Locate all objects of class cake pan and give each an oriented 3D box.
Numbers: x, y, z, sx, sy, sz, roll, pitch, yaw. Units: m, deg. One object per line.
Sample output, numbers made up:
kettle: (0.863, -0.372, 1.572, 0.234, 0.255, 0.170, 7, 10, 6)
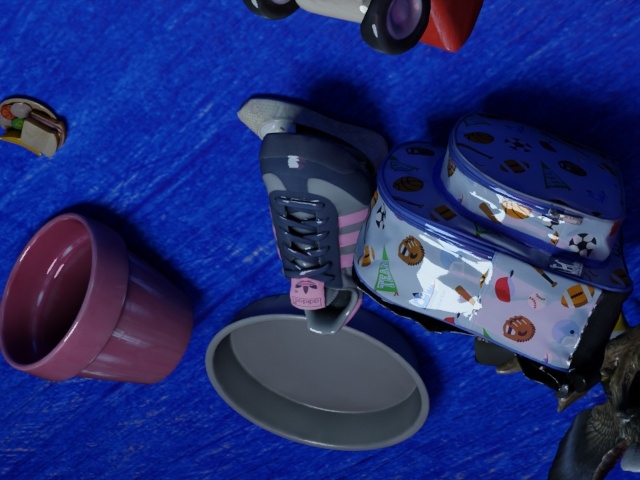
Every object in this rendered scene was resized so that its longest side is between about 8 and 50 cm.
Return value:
cake pan: (0.000, 0.168, 1.879, 0.293, 0.054, 0.293, 10, 141, 9)

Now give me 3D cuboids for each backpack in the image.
backpack: (0.170, -0.003, 1.449, 0.263, 0.276, 0.213, 12, 109, 3)

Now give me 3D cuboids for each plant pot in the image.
plant pot: (-0.262, 0.088, 1.786, 0.180, 0.201, 0.201, 26, 144, -37)

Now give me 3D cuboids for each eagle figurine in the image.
eagle figurine: (0.347, 0.182, 1.608, 0.226, 0.225, 0.298, 17, 154, 29)

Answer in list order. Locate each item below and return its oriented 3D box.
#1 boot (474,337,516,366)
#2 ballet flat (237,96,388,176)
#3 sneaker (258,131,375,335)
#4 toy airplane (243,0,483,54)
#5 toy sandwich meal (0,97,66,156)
boot: (0.234, 0.101, 1.699, 0.137, 0.077, 0.198, 8, 140, 19)
ballet flat: (-0.011, -0.108, 1.547, 0.168, 0.052, 0.057, 14, 142, 4)
sneaker: (0.000, 0.000, 1.552, 0.112, 0.131, 0.319, 9, 158, 19)
toy airplane: (0.045, -0.349, 0.982, 0.386, 0.272, 0.384, 48, 152, 0)
toy sandwich meal: (-0.329, -0.126, 1.662, 0.085, 0.029, 0.085, 10, 142, 8)
